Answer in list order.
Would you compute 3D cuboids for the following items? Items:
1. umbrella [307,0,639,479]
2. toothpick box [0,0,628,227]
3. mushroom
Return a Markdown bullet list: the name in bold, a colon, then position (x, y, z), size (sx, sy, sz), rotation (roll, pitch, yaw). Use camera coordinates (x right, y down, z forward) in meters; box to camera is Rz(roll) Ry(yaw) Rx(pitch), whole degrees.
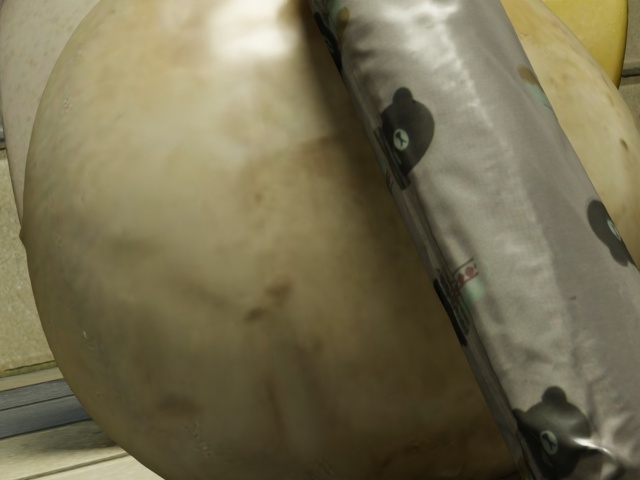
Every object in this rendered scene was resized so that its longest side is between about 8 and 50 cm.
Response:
- **umbrella**: position (0.052, -0.045, 0.688), size (0.073, 0.337, 0.067), rotation (-3, -32, -34)
- **toothpick box**: position (0.007, -0.076, 1.324), size (0.425, 0.409, 0.409), rotation (-11, 0, 2)
- **mushroom**: position (0.000, 0.000, 0.865), size (0.292, 0.293, 0.290), rotation (-10, -17, -13)
